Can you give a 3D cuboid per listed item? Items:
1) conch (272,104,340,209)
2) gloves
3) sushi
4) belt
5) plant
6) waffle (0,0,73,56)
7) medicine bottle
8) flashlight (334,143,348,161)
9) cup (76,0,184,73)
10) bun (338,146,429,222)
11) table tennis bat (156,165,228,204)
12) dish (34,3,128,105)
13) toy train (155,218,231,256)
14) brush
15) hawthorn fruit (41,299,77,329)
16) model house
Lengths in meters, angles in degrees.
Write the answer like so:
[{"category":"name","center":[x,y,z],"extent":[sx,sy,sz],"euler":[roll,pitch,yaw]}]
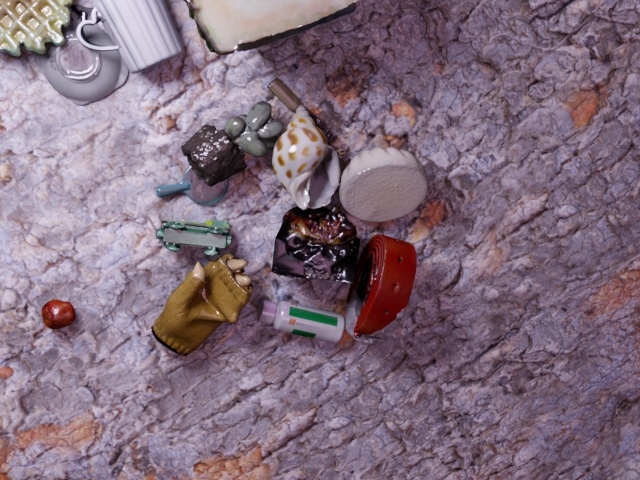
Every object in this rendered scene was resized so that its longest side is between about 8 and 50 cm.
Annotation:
[{"category":"conch","center":[-0.046,-0.229,1.587],"extent":[0.182,0.148,0.275],"euler":[0,106,-40]},{"category":"gloves","center":[-0.327,0.170,1.615],"extent":[0.356,0.155,0.203],"euler":[-41,119,19]},{"category":"sushi","center":[-0.001,0.000,1.658],"extent":[0.227,0.215,0.213],"euler":[8,96,5]},{"category":"belt","center":[0.173,0.147,1.709],"extent":[0.115,0.227,0.324],"euler":[17,95,-15]},{"category":"plant","center":[-0.227,-0.265,1.545],"extent":[0.274,0.149,0.146],"euler":[-34,153,-19]},{"category":"waffle","center":[-0.734,-0.592,1.365],"extent":[0.291,0.056,0.309],"euler":[1,96,-2]},{"category":"medicine bottle","center":[-0.059,0.239,1.739],"extent":[0.260,0.095,0.095],"euler":[17,98,-18]},{"category":"flashlight","center":[0.029,-0.251,1.680],"extent":[0.110,0.031,0.052],"euler":[-8,105,-13]},{"category":"cup","center":[-0.470,-0.524,1.428],"extent":[0.221,0.167,0.202],"euler":[-21,111,8]},{"category":"bun","center":[0.174,-0.190,1.670],"extent":[0.263,0.175,0.263],"euler":[-6,144,-4]},{"category":"table tennis bat","center":[-0.355,-0.154,1.605],"extent":[0.201,0.033,0.124],"euler":[-14,103,-16]},{"category":"dish","center":[-0.599,-0.464,1.444],"extent":[0.224,0.078,0.246],"euler":[6,101,-14]},{"category":"toy train","center":[-0.347,-0.016,1.587],"extent":[0.200,0.132,0.083],"euler":[9,105,-15]},{"category":"brush","center":[-0.047,-0.362,1.633],"extent":[0.248,0.036,0.043],"euler":[43,83,-19]},{"category":"hawthorn fruit","center":[-0.708,0.198,1.571],"extent":[0.093,0.093,0.093],"euler":[-3,104,-14]},{"category":"model house","center":[-0.150,-0.697,1.355],"extent":[0.395,0.400,0.445],"euler":[-21,109,3]}]
